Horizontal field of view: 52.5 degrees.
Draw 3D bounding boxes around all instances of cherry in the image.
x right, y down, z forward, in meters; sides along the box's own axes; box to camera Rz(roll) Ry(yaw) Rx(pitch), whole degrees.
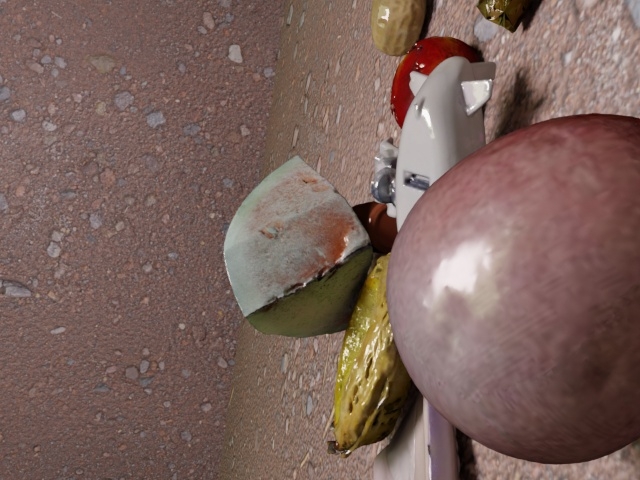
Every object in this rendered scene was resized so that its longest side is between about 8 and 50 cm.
[{"bbox_3d":[0.156,0.019,0.447,0.239,0.206,0.239,-170,90,-88],"label":"cherry"}]

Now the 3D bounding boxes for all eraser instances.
[{"bbox_3d":[0.119,0.297,0.739,0.243,0.059,0.204,-94,18,-50],"label":"eraser"}]

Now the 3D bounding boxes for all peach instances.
[{"bbox_3d":[0.144,-0.185,0.836,0.127,0.093,0.172,124,153,-55],"label":"peach"}]

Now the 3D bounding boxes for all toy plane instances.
[{"bbox_3d":[0.144,-0.078,0.722,0.245,0.118,0.244,26,123,50],"label":"toy plane"}]

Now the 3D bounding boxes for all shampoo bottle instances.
[{"bbox_3d":[0.079,-0.023,1.033,0.244,0.086,0.085,-166,84,-78],"label":"shampoo bottle"}]

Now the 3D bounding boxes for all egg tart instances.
[{"bbox_3d":[0.080,0.149,0.847,0.279,0.095,0.278,-163,90,-88],"label":"egg tart"}]

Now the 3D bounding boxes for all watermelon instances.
[{"bbox_3d":[0.000,0.000,0.973,0.214,0.320,0.289,-21,60,39],"label":"watermelon"}]

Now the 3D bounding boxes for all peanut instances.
[{"bbox_3d":[0.130,-0.407,1.028,0.104,0.086,0.227,-179,98,-87],"label":"peanut"}]

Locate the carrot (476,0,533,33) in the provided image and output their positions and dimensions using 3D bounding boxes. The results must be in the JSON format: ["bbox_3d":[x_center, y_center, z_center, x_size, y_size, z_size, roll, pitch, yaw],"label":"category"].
[{"bbox_3d":[0.225,-0.325,0.652,0.069,0.069,0.228,-96,19,-44],"label":"carrot"}]
